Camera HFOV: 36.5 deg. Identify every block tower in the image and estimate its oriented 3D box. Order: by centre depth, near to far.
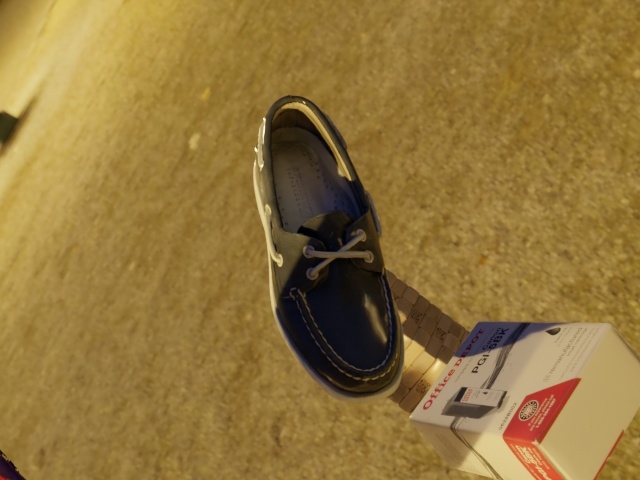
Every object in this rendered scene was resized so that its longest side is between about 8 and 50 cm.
[{"bbox_3d":[0.162,0.172,1.121,0.091,0.335,0.097,-55,-2,34],"label":"block tower"}]

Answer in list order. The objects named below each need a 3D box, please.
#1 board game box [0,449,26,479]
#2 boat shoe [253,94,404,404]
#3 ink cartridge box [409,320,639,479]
[{"bbox_3d":[-0.116,0.244,0.555,0.056,0.208,0.347,-38,-19,-25],"label":"board game box"},{"bbox_3d":[0.000,0.000,0.878,0.091,0.114,0.303,97,153,-55],"label":"boat shoe"},{"bbox_3d":[0.137,0.107,0.650,0.099,0.056,0.135,-50,20,-23],"label":"ink cartridge box"}]
